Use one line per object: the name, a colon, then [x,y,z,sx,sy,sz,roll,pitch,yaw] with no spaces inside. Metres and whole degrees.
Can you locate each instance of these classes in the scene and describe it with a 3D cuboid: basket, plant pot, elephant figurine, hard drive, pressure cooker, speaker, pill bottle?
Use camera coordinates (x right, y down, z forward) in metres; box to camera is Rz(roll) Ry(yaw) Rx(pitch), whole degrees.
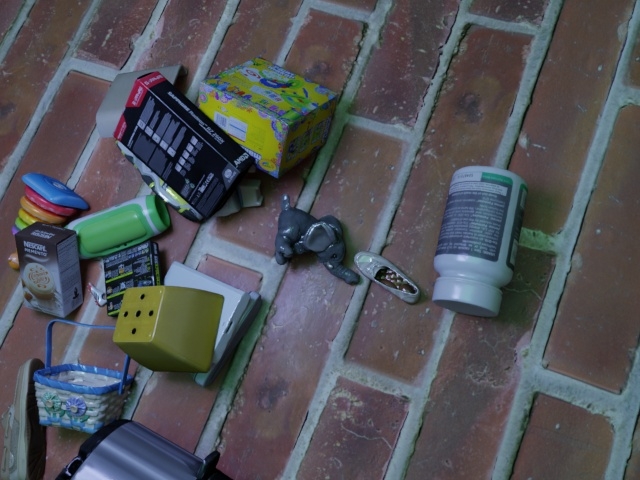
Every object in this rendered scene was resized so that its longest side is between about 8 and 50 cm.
basket: [-0.646,0.371,1.641,0.254,0.201,0.289,5,85,12]
plant pot: [-0.407,0.217,1.542,0.212,0.187,0.212,-6,65,30]
elephant figurine: [0.000,0.000,1.669,0.239,0.186,0.169,5,52,6]
hard drive: [-0.353,0.193,1.666,0.307,0.040,0.203,19,78,37]
pressure cooker: [-0.407,0.681,1.420,0.420,0.370,0.375,24,43,12]
speaker: [-0.613,-0.040,1.790,0.296,0.131,0.131,-19,73,4]
pill bottle: [0.413,0.004,1.563,0.204,0.204,0.361,12,77,13]

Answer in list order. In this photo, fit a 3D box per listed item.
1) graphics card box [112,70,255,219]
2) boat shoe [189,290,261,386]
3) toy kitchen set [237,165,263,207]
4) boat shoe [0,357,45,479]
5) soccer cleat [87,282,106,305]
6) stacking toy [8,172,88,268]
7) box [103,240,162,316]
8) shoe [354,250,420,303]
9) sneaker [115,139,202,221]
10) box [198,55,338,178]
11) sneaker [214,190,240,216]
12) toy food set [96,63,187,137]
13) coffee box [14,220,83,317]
graphics card box: [-0.385,-0.260,1.659,0.371,0.233,0.094,42,40,0]
boat shoe: [-0.277,0.261,1.659,0.094,0.109,0.302,32,85,13]
toy kitchen set: [-0.229,-0.226,1.811,0.122,0.166,0.207,1,38,9]
boat shoe: [-0.848,0.507,1.681,0.110,0.121,0.341,-4,75,8]
soccer cleat: [-0.674,0.160,1.798,0.035,0.029,0.083,-31,75,-9]
stacking toy: [-0.881,-0.042,1.841,0.165,0.175,0.302,33,96,17]
box: [-0.553,0.115,1.754,0.190,0.045,0.184,-19,73,23]
shoe: [0.186,0.095,1.652,0.219,0.058,0.076,35,83,16]
sneaker: [-0.466,-0.218,1.807,0.147,0.145,0.385,-41,75,-6]
box: [-0.151,-0.363,1.705,0.290,0.177,0.279,29,41,16]
sneaker: [-0.314,-0.174,1.808,0.094,0.080,0.212,-19,73,16]
toy food set: [-0.551,-0.439,1.868,0.219,0.092,0.306,-5,45,8]
coffee box: [-0.787,0.084,1.731,0.141,0.098,0.247,12,117,12]
